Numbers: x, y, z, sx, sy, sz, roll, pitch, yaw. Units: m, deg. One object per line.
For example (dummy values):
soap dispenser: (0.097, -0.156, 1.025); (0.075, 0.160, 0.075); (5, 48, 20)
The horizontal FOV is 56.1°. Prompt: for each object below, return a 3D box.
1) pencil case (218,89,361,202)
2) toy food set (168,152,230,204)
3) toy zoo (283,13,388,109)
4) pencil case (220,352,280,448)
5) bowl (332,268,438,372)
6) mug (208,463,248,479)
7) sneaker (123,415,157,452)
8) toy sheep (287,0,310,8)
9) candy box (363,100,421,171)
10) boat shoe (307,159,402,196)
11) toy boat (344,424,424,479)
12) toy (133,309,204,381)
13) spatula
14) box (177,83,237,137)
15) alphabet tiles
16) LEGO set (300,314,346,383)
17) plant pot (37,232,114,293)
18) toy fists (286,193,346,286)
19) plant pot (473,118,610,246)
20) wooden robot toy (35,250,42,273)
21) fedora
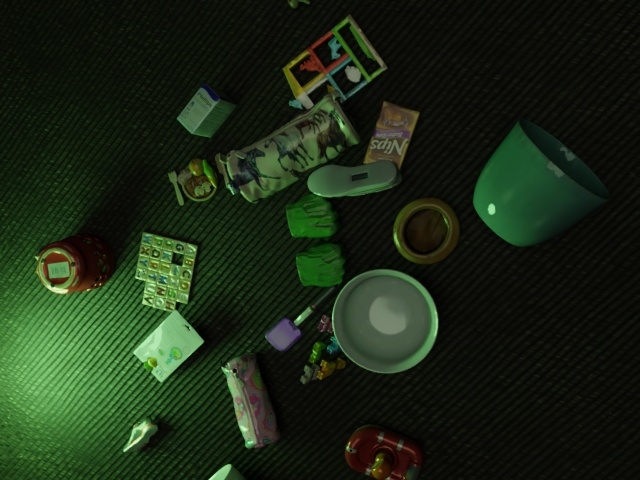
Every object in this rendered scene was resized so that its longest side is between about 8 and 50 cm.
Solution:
pencil case: (-0.081, -0.265, 1.715); (0.411, 0.183, 0.159); (-29, 48, 17)
toy food set: (-0.383, -0.188, 1.876); (0.192, 0.038, 0.132); (-19, 91, 15)
toy zoo: (0.024, -0.485, 1.748); (0.293, 0.030, 0.192); (-34, 87, 15)
pencil case: (-0.217, 0.494, 1.862); (0.124, 0.124, 0.283); (-16, 92, 15)
bowl: (0.192, 0.218, 1.724); (0.298, 0.134, 0.297); (2, 97, 14)
mug: (-0.261, 0.909, 1.786); (0.328, 0.374, 0.276); (45, 99, 0)
sneaker: (-0.607, 0.648, 2.017); (0.158, 0.061, 0.064); (-45, 57, 13)
toy sheep: (-0.057, -0.730, 1.718); (0.091, 0.091, 0.132); (27, 107, 10)
candy box: (0.204, -0.290, 1.712); (0.109, 0.053, 0.186); (20, 102, 11)
boat shoe: (0.098, -0.170, 1.705); (0.268, 0.088, 0.096); (-10, 73, 22)
toy boat: (0.182, 0.645, 1.760); (0.231, 0.151, 0.150); (19, 99, 12)
toy: (-0.483, 0.337, 1.946); (0.237, 0.056, 0.137); (-43, 88, 19)
spatula: (-0.042, 0.223, 1.836); (0.296, 0.030, 0.084); (-44, 85, 14)
box: (-0.339, -0.386, 1.801); (0.072, 0.126, 0.137); (44, 103, 8)
alphabet tiles: (-0.507, 0.107, 1.953); (0.199, 0.009, 0.237); (13, 98, 12)
LEGO set: (0.031, 0.343, 1.810); (0.087, 0.093, 0.227); (33, 110, 41)
plant pot: (-0.794, 0.075, 1.939); (0.191, 0.174, 0.190); (1, 93, 14)
toy fists: (0.000, 0.000, 1.772); (0.142, 0.096, 0.278); (-9, 94, 23)
plant pot: (0.537, -0.126, 1.536); (0.293, 0.293, 0.235); (43, 121, 7)
wooden robot toy: (-0.926, 0.109, 2.022); (0.076, 0.079, 0.173); (-37, 85, 14)
fedora: (0.301, -0.030, 1.700); (0.195, 0.079, 0.194); (3, 102, 17)
